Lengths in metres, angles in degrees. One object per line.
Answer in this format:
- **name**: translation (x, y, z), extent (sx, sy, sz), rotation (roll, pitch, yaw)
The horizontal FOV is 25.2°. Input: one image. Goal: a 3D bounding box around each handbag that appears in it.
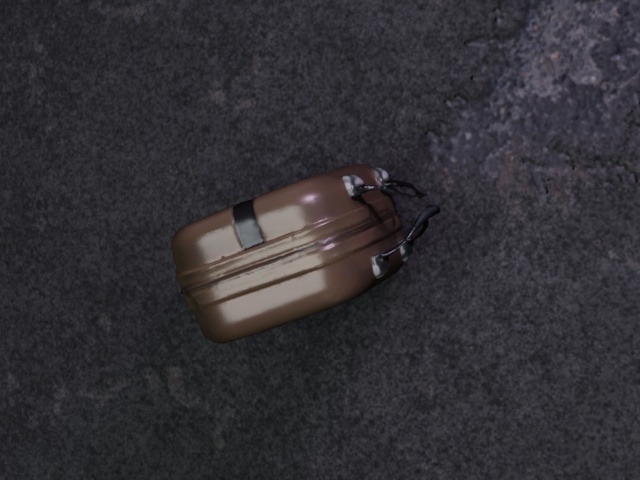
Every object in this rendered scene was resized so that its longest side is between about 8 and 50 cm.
- **handbag**: translation (0.000, 0.000, 1.625), extent (0.283, 0.302, 0.149), rotation (-18, 90, 18)
